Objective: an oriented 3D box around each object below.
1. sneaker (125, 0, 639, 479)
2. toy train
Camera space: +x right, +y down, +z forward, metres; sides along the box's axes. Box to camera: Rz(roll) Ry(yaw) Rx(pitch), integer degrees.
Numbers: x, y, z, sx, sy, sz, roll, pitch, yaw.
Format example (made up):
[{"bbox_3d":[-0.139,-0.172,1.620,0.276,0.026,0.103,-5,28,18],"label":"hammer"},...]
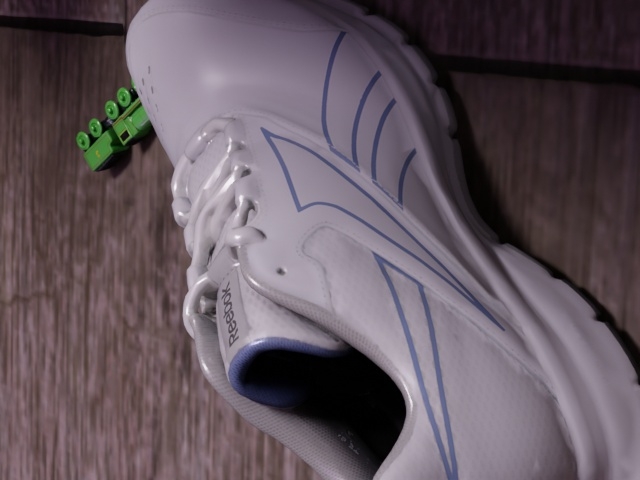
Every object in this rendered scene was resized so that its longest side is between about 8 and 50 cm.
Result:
[{"bbox_3d":[0.000,0.000,0.652,0.297,0.129,0.111,52,131,31],"label":"sneaker"},{"bbox_3d":[-0.091,-0.060,0.824,0.083,0.017,0.023,-39,77,43],"label":"toy train"}]
